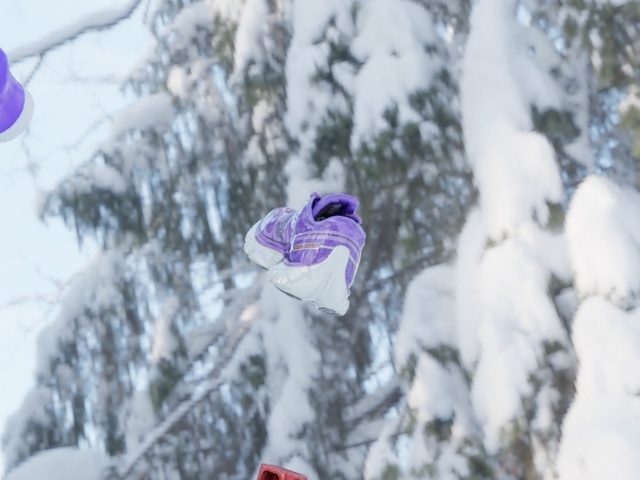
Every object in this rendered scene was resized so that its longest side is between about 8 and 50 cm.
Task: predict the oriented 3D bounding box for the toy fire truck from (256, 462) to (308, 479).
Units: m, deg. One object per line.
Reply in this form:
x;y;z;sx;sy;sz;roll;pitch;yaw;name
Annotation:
0.047;0.252;1.163;0.192;0.047;0.135;12;-9;34;toy fire truck

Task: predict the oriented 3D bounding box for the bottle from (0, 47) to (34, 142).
-0.371;-0.183;1.222;0.092;0.118;0.283;1;-23;23;bottle

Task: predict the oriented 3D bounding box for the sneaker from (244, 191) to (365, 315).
0.000;0.000;0.849;0.068;0.170;0.071;27;-87;-16;sneaker
